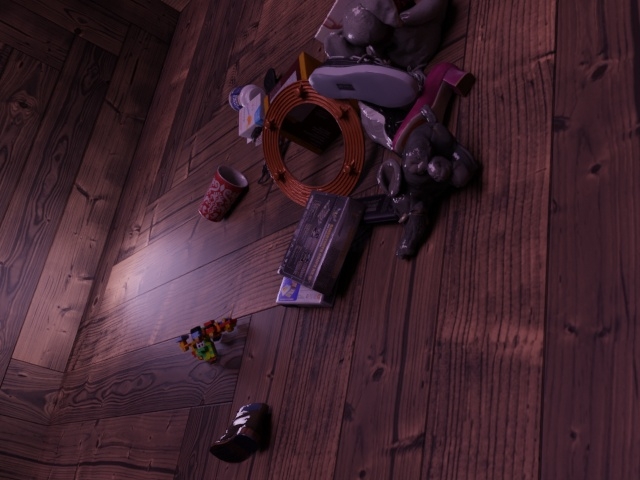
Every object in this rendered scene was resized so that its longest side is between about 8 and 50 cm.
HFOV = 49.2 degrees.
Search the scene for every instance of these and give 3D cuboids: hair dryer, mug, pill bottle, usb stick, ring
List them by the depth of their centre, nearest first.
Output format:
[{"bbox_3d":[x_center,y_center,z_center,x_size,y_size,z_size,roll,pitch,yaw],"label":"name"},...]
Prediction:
[{"bbox_3d":[0.115,-0.070,1.637,0.278,0.045,0.077,-6,57,57],"label":"usb stick"},{"bbox_3d":[-0.030,-0.245,1.811,0.337,0.032,0.336,13,112,35],"label":"ring"},{"bbox_3d":[-0.117,-0.324,2.207,0.293,0.080,0.223,-41,53,45],"label":"hair dryer"},{"bbox_3d":[-0.325,-0.154,2.387,0.113,0.150,0.169,46,118,21],"label":"mug"},{"bbox_3d":[-0.260,-0.515,2.531,0.169,0.094,0.094,15,81,61],"label":"pill bottle"}]

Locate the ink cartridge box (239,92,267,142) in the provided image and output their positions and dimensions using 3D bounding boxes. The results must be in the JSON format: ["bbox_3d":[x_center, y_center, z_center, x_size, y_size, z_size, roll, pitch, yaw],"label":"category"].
[{"bbox_3d":[-0.232,-0.422,2.431,0.181,0.062,0.104,-26,59,50],"label":"ink cartridge box"}]

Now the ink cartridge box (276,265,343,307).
[{"bbox_3d":[-0.017,0.065,1.747,0.206,0.045,0.208,-7,64,56],"label":"ink cartridge box"}]

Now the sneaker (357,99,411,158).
[{"bbox_3d":[0.173,-0.256,1.653,0.271,0.100,0.107,-121,22,-46],"label":"sneaker"}]

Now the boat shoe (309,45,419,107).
[{"bbox_3d":[0.113,-0.384,1.627,0.306,0.113,0.105,13,61,47],"label":"boat shoe"}]

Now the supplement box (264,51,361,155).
[{"bbox_3d":[-0.025,-0.376,1.943,0.194,0.191,0.129,-42,38,34],"label":"supplement box"}]

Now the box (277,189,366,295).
[{"bbox_3d":[0.000,0.000,1.667,0.183,0.056,0.230,17,84,59],"label":"box"}]

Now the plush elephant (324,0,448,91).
[{"bbox_3d":[0.153,-0.533,1.706,0.272,0.256,0.329,-31,43,45],"label":"plush elephant"}]

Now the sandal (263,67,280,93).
[{"bbox_3d":[-0.156,-0.530,2.441,0.067,0.040,0.179,-49,47,36],"label":"sandal"}]

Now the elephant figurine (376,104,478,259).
[{"bbox_3d":[0.195,-0.114,1.447,0.186,0.169,0.239,-52,-2,-41],"label":"elephant figurine"}]

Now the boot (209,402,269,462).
[{"bbox_3d":[-0.194,0.475,1.725,0.219,0.082,0.106,-38,17,46],"label":"boot"}]

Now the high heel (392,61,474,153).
[{"bbox_3d":[0.225,-0.298,1.557,0.244,0.082,0.117,-51,39,0],"label":"high heel"}]

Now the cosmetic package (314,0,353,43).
[{"bbox_3d":[0.118,-0.654,1.938,0.296,0.129,0.153,-57,2,13],"label":"cosmetic package"}]

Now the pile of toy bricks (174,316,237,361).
[{"bbox_3d":[-0.331,0.304,2.040,0.212,0.118,0.105,-29,77,34],"label":"pile of toy bricks"}]
